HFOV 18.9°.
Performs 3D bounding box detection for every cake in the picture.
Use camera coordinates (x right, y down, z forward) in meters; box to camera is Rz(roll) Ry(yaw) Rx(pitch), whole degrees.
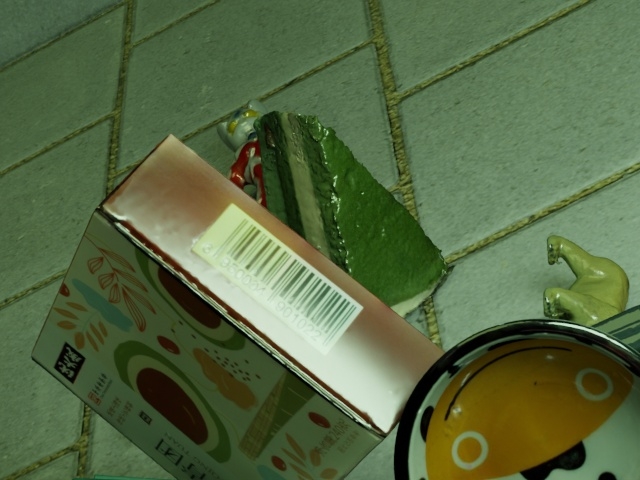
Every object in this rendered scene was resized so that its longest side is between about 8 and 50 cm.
[{"bbox_3d":[-0.002,-0.005,2.303,0.158,0.283,0.172,1,48,50],"label":"cake"}]

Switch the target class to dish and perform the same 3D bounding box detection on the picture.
[{"bbox_3d":[0.212,0.203,1.786,0.303,0.303,0.120,-27,3,11],"label":"dish"}]

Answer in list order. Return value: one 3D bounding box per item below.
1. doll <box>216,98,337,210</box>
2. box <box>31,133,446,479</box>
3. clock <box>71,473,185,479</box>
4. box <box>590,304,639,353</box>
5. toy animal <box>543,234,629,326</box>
[{"bbox_3d":[-0.061,-0.100,2.734,0.188,0.099,0.384,-34,30,-2],"label":"doll"},{"bbox_3d":[-0.097,0.117,1.950,0.122,0.344,0.385,-50,-3,-30],"label":"box"},{"bbox_3d":[-0.160,0.366,1.983,0.262,0.116,0.231,-4,73,45],"label":"clock"},{"bbox_3d":[0.252,0.148,1.909,0.230,0.160,0.050,-25,58,15],"label":"box"},{"bbox_3d":[0.291,0.084,2.058,0.101,0.103,0.219,-1,30,9],"label":"toy animal"}]
